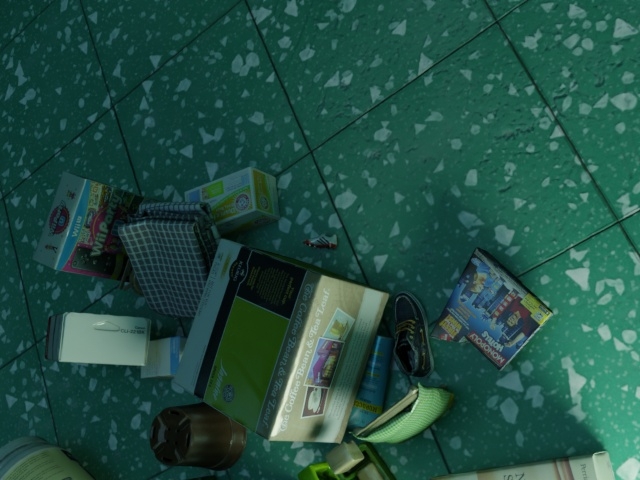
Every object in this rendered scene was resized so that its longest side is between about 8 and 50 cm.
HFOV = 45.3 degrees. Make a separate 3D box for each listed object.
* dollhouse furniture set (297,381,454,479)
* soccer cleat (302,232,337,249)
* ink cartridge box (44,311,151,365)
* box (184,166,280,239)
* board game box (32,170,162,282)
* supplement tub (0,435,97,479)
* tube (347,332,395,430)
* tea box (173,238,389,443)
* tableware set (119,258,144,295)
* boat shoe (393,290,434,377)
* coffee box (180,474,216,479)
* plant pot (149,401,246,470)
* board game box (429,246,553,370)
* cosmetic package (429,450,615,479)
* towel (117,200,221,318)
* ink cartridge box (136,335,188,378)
[{"bbox_3d":[0.140,0.412,1.432,0.301,0.198,0.151,-41,65,15],"label":"dollhouse furniture set"},{"bbox_3d":[0.000,0.000,1.713,0.083,0.029,0.035,3,73,29],"label":"soccer cleat"},{"bbox_3d":[-0.535,0.236,1.825,0.273,0.197,0.114,163,112,-63],"label":"ink cartridge box"},{"bbox_3d":[-0.209,-0.083,1.813,0.203,0.103,0.114,-19,70,28],"label":"box"},{"bbox_3d":[-0.520,-0.021,1.873,0.098,0.303,0.223,20,91,35],"label":"board game box"},{"bbox_3d":[-0.656,0.645,1.855,0.325,0.235,0.235,29,95,33],"label":"supplement tub"},{"bbox_3d":[0.106,0.295,1.575,0.080,0.052,0.207,12,91,30],"label":"tube"},{"bbox_3d":[-0.085,0.203,1.579,0.324,0.220,0.328,19,91,45],"label":"tea box"},{"bbox_3d":[-0.425,0.042,1.916,0.039,0.128,0.194,12,84,51],"label":"tableware set"},{"bbox_3d":[0.176,0.183,1.530,0.065,0.083,0.183,-24,68,25],"label":"boat shoe"},{"bbox_3d":[-0.283,0.579,1.668,0.040,0.184,0.113,-33,64,23],"label":"coffee box"},{"bbox_3d":[-0.281,0.434,1.711,0.167,0.165,0.166,-8,75,31],"label":"plant pot"},{"bbox_3d":[0.314,0.148,1.467,0.194,0.060,0.194,-52,59,13],"label":"board game box"},{"bbox_3d":[0.357,0.464,1.330,0.296,0.129,0.153,-20,69,27],"label":"cosmetic package"},{"bbox_3d":[-0.323,0.053,1.771,0.235,0.121,0.283,3,121,34],"label":"towel"},{"bbox_3d":[-0.362,0.283,1.836,0.143,0.092,0.089,-11,73,30],"label":"ink cartridge box"}]
